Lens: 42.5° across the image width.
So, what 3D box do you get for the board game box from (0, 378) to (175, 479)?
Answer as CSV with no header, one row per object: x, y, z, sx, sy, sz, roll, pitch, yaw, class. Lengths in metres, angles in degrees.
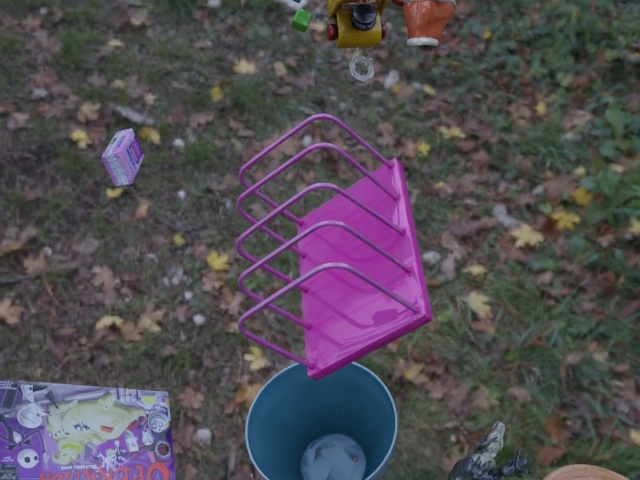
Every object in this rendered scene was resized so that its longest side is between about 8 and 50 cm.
-0.439,0.372,1.532,0.346,0.056,0.208,12,57,-35,board game box

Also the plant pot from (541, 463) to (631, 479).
0.392,0.476,1.220,0.290,0.203,0.291,7,34,-5,plant pot

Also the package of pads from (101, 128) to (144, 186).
-0.270,-0.114,1.128,0.032,0.050,0.083,-13,30,9,package of pads

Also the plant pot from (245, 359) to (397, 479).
0.014,0.405,1.629,0.290,0.195,0.290,-5,51,6,plant pot

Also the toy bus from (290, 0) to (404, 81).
0.061,-0.400,1.342,0.202,0.104,0.191,39,76,-2,toy bus

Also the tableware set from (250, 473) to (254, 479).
-0.101,0.506,1.516,0.024,0.154,0.104,-10,44,1,tableware set

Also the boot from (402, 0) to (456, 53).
0.152,-0.306,1.158,0.059,0.085,0.158,0,10,25,boot

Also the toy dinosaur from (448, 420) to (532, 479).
0.216,0.328,1.159,0.268,0.118,0.064,-20,81,-44,toy dinosaur

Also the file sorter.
0.000,0.000,1.140,0.182,0.202,0.291,34,36,-37,file sorter
